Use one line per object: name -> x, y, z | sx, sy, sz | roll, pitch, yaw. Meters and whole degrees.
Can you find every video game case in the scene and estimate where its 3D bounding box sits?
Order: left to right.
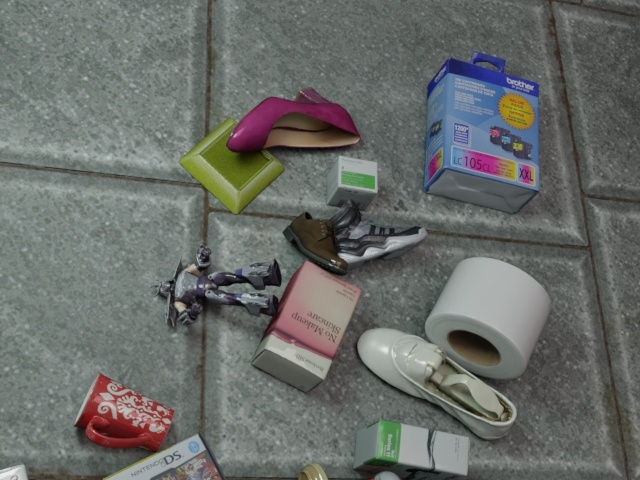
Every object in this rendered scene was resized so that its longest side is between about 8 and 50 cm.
video game case -> -0.267, 0.538, 1.728 | 0.248, 0.035, 0.275 | -18, 73, -45

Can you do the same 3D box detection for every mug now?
mug -> -0.390, 0.360, 1.766 | 0.169, 0.113, 0.150 | 26, 50, -12

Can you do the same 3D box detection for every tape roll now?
tape roll -> 0.381, 0.179, 2.040 | 0.246, 0.246, 0.169 | 34, 60, -3

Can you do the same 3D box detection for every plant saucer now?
plant saucer -> -0.202, -0.187, 2.110 | 0.188, 0.045, 0.188 | 43, 61, 3

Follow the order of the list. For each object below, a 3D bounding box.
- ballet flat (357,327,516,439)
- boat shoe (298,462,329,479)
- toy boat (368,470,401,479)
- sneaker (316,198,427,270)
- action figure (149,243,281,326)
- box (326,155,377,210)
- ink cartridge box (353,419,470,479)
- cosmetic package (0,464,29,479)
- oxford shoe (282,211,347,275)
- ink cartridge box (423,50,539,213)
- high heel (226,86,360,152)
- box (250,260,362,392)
ballet flat -> 0.273, 0.305, 2.012 | 0.400, 0.139, 0.139 | 34, 61, -2
boat shoe -> -0.021, 0.591, 1.796 | 0.089, 0.104, 0.285 | 2, 67, -21
toy boat -> 0.206, 0.611, 1.843 | 0.318, 0.148, 0.267 | 47, 61, 4
sneaker -> 0.119, -0.029, 2.119 | 0.268, 0.101, 0.153 | -15, 76, -22
action figure -> -0.228, 0.097, 1.907 | 0.285, 0.099, 0.185 | 0, 66, 11
box -> 0.076, -0.137, 2.153 | 0.101, 0.102, 0.087 | 8, 63, -15
ink cartridge box -> 0.193, 0.453, 1.905 | 0.208, 0.153, 0.087 | 13, 64, -13
cosmetic package -> -0.541, 0.599, 1.559 | 0.155, 0.197, 0.366 | -13, 71, -24
oxford shoe -> 0.000, 0.000, 2.002 | 0.096, 0.227, 0.083 | -52, 135, 6
ink cartridge box -> 0.417, -0.297, 2.321 | 0.270, 0.151, 0.395 | 12, 62, -14
high heel -> -0.055, -0.251, 2.102 | 0.181, 0.127, 0.377 | 41, 44, 12
box -> -0.030, 0.189, 1.958 | 0.148, 0.127, 0.232 | 28, 61, -7
